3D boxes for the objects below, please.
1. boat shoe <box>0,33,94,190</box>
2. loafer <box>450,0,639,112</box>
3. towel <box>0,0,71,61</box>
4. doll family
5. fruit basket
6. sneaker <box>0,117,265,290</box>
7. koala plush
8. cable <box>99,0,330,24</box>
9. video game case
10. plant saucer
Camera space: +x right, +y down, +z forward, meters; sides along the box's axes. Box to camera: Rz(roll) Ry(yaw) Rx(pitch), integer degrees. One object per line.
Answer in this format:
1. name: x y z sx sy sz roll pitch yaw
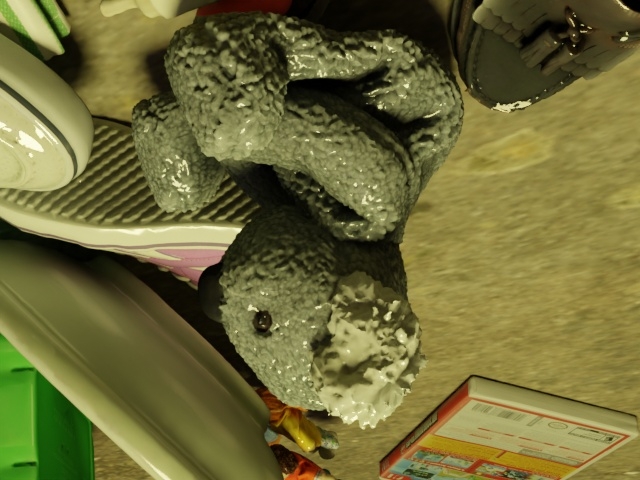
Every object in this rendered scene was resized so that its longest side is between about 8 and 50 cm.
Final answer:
1. boat shoe: -0.328 -0.079 0.496 0.367 0.157 0.136 22 142 -15
2. loafer: 0.153 -0.157 0.414 0.109 0.095 0.302 19 143 -14
3. towel: -0.348 -0.191 0.516 0.324 0.038 0.248 -3 142 17
4. doll family: -0.083 0.202 0.960 0.262 0.118 0.163 6 155 34
5. fruit basket: -0.449 0.267 0.906 0.391 0.283 0.392 -8 154 -4
6. sneaker: -0.130 -0.002 0.679 0.282 0.102 0.161 11 147 -5
7. koala plush: 0.000 0.000 0.520 0.203 0.221 0.196 -2 171 -20
8. cable: 0.014 -0.168 0.445 0.287 0.072 0.139 -13 144 27
9. video game case: 0.214 0.254 1.025 0.204 0.025 0.285 15 143 -10
10. plant saucer: -0.152 0.119 0.750 0.400 0.100 0.400 40 166 13
